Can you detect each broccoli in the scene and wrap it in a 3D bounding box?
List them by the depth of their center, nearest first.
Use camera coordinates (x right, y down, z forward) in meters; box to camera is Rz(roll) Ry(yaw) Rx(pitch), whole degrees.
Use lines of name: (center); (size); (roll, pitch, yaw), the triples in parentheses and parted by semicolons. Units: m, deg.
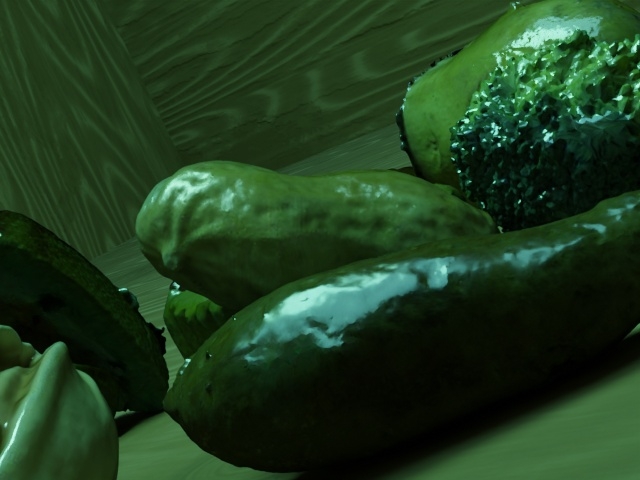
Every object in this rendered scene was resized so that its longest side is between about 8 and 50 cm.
broccoli: (0.204, -0.063, 1.119); (0.176, 0.198, 0.226); (-41, 25, -1)

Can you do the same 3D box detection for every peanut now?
peanut: (0.000, 0.000, 1.084); (0.263, 0.117, 0.101); (1, -31, -9)

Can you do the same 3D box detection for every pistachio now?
pistachio: (-0.252, 0.175, 1.086); (0.193, 0.214, 0.318); (17, 21, 2)

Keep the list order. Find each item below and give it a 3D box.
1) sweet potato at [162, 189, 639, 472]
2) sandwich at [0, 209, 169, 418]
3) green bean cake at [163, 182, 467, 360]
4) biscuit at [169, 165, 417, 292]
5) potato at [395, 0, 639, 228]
sweet potato: (0.090, 0.050, 0.980); (0.422, 0.130, 0.130); (-23, 7, 8)
sandwich: (-0.327, 0.131, 1.497); (0.301, 0.250, 0.162); (-28, 22, 24)
green bean cake: (0.008, 0.052, 1.255); (0.236, 0.124, 0.233); (-28, 8, -18)
biscuit: (-0.013, 0.022, 1.643); (0.332, 0.103, 0.332); (-25, 8, 4)
potato: (0.230, -0.127, 1.435); (0.229, 0.229, 0.266); (-31, 12, -38)
